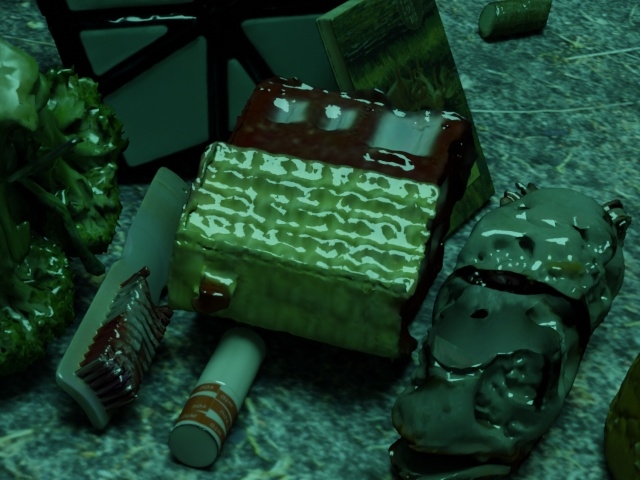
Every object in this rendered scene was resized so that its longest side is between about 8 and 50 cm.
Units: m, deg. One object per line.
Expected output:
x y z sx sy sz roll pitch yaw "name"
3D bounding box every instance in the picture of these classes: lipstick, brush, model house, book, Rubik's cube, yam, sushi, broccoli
-0.075 0.114 1.208 0.038 0.038 0.130 13 32 9 "lipstick"
-0.137 0.030 1.298 0.050 0.060 0.321 -28 22 23 "brush"
0.000 0.000 1.291 0.196 0.160 0.254 14 33 10 "model house"
0.081 -0.115 1.449 0.024 0.228 0.160 -7 20 39 "book"
-0.125 -0.272 1.516 0.288 0.293 0.283 -17 32 -3 "Rubik's cube"
0.222 -0.256 1.859 0.094 0.043 0.043 -12 37 -30 "yam"
0.148 0.066 1.247 0.124 0.130 0.332 17 34 15 "sushi"
-0.278 -0.044 1.201 0.304 0.283 0.321 9 60 -23 "broccoli"

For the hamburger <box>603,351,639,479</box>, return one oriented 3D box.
0.278 0.097 1.154 0.135 0.207 0.155 -10 38 -23 "hamburger"
